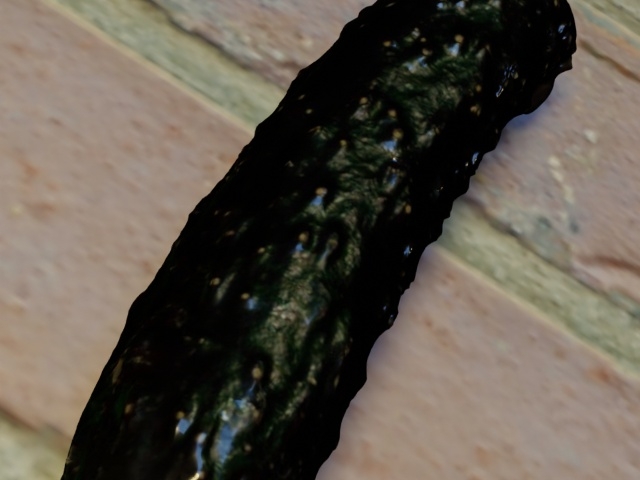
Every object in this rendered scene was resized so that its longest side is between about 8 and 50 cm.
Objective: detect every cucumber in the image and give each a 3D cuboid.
[{"bbox_3d":[0.000,0.000,0.445,0.081,0.072,0.303,35,46,2],"label":"cucumber"}]
